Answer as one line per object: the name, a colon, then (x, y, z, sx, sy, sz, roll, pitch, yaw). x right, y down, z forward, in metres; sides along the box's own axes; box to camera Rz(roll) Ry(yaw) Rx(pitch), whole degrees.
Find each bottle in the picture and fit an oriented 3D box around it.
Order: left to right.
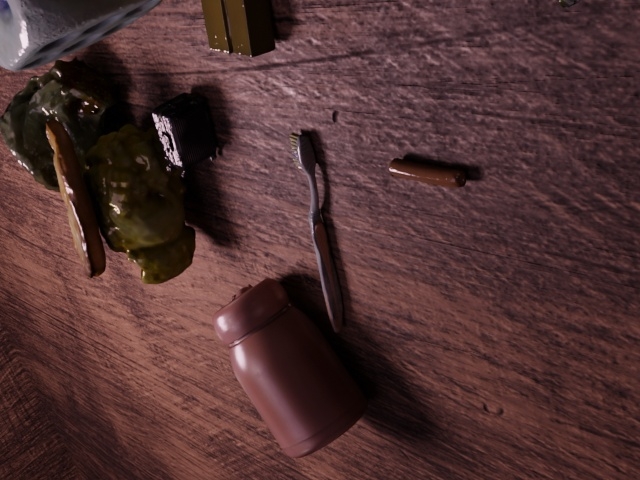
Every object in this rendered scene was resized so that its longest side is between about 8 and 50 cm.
bottle: (-0.065, 0.213, 1.512, 0.296, 0.173, 0.206, 55, -178, -1)

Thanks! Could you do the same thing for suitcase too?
suitcase: (-0.226, -0.178, 1.426, 0.059, 0.086, 0.126, 22, 136, 39)

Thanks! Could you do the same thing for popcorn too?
popcorn: (-0.343, -0.075, 1.603, 0.225, 0.174, 0.285, 31, 139, 52)

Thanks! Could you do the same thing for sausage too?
sausage: (0.137, -0.086, 1.093, 0.116, 0.026, 0.026, 16, 131, 45)

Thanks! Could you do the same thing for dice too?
dice: (-0.397, -0.421, 1.259, 0.265, 0.268, 0.262, -11, 112, 55)

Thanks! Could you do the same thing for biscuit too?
biscuit: (-0.437, -0.063, 1.547, 0.154, 0.045, 0.299, 51, 152, 46)

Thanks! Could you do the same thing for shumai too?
shumai: (-0.462, -0.219, 1.660, 0.225, 0.222, 0.261, 65, -174, 11)

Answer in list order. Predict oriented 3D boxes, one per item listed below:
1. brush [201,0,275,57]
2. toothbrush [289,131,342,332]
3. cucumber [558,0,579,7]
brush: (-0.124, -0.369, 1.158, 0.103, 0.047, 0.233, 21, 129, 41)
toothbrush: (0.000, 0.000, 1.349, 0.037, 0.028, 0.375, 27, 139, 46)
cucumber: (0.182, -0.366, 0.711, 0.145, 0.105, 0.325, -21, 103, 30)
